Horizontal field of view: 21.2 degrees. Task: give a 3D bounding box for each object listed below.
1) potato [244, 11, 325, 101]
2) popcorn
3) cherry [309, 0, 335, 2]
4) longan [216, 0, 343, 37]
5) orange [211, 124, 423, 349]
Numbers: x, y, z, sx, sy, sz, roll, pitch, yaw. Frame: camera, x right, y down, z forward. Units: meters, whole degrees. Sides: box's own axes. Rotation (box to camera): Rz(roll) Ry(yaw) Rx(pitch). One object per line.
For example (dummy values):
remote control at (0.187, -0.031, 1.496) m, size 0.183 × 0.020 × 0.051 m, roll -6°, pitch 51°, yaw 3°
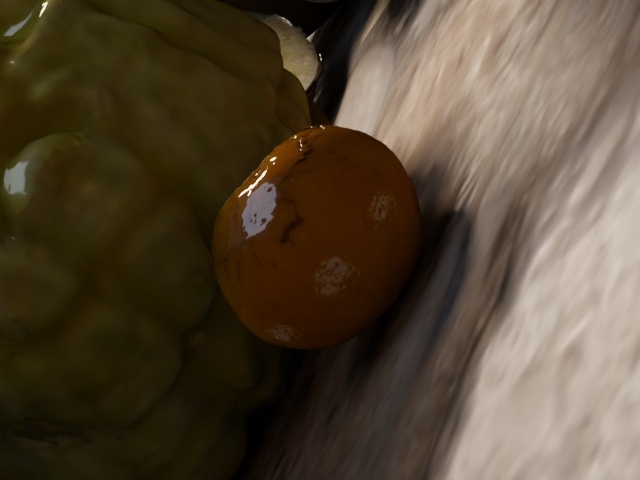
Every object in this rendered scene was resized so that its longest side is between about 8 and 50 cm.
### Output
potato at (-0.081, -0.052, 1.076) m, size 0.202 × 0.182 × 0.117 m, roll -118°, pitch 15°, yaw -57°
popcorn at (-0.123, 0.008, 0.774) m, size 0.293 × 0.293 × 0.237 m, roll 128°, pitch 160°, yaw -49°
cherry at (-0.011, -0.259, 0.979) m, size 0.296 × 0.218 × 0.255 m, roll -56°, pitch 10°, yaw -13°
longan at (-0.101, -0.262, 1.233) m, size 0.297 × 0.297 × 0.297 m, roll -60°, pitch 9°, yaw 17°
orange at (0.000, 0.000, 0.620) m, size 0.083 × 0.070 × 0.083 m, roll -49°, pitch 1°, yaw 1°
